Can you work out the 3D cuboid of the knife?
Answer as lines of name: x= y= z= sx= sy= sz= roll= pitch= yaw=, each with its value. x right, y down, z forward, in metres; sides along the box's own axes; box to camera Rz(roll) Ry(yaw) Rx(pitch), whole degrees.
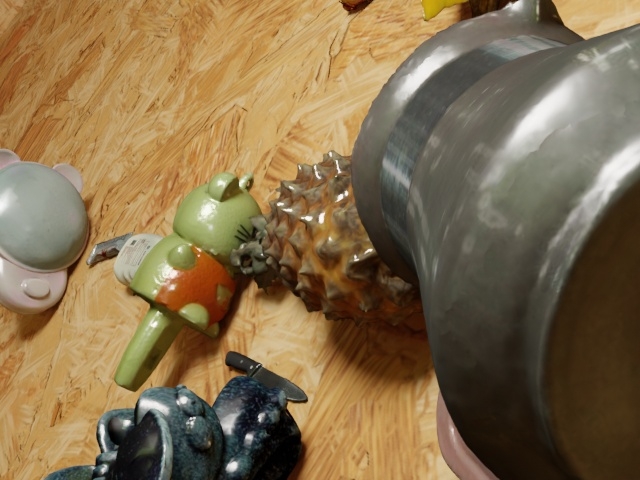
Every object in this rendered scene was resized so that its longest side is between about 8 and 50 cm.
knife: x=-0.059 y=0.143 z=1.160 sx=0.170 sy=0.010 sz=0.023 roll=16 pitch=74 yaw=56

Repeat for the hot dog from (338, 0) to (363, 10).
hot dog: x=0.076 y=-0.344 z=1.403 sx=0.144 sy=0.038 sz=0.062 roll=-39 pitch=37 yaw=30

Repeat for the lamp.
lamp: x=-0.431 y=-0.012 z=1.672 sx=0.108 sy=0.179 sz=0.246 roll=-20 pitch=65 yaw=50

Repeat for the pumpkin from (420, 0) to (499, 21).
pumpkin: x=0.170 y=-0.336 z=1.200 sx=0.131 sy=0.126 sz=0.248 roll=-20 pitch=64 yaw=34

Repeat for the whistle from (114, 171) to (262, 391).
whistle: x=-0.149 y=0.045 z=1.275 sx=0.106 sy=0.131 sz=0.288 roll=25 pitch=78 yaw=16

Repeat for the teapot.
teapot: x=0.172 y=0.023 z=0.732 sx=0.362 sy=0.305 sz=0.376 roll=-127 pitch=45 yaw=-67

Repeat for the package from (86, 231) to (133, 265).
package: x=-0.309 y=0.012 z=1.624 sx=0.110 sy=0.015 sz=0.037 roll=-17 pitch=49 yaw=49

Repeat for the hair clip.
hair clip: x=-0.129 y=0.253 z=0.960 sx=0.194 sy=0.206 sz=0.310 roll=-30 pitch=38 yaw=30

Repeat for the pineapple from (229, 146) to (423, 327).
pineapple: x=0.000 y=0.000 z=1.086 sx=0.361 sy=0.175 sz=0.175 roll=-8 pitch=55 yaw=62

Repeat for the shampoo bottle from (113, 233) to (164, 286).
shampoo bottle: x=-0.215 y=0.029 z=1.450 sx=0.152 sy=0.045 sz=0.077 roll=4 pitch=63 yaw=57
